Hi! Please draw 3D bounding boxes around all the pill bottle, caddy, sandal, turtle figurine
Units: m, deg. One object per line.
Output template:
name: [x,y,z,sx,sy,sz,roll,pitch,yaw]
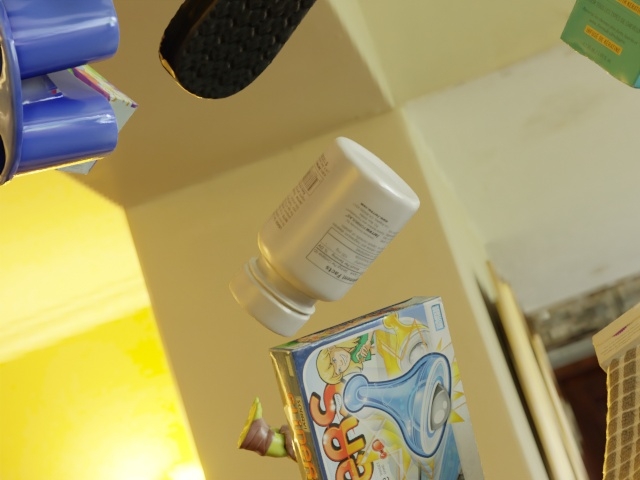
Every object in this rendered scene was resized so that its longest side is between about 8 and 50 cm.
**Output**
pill bottle: [0.000,0.000,1.599,0.229,0.131,0.131,-50,-26,13]
caddy: [-0.351,-0.204,1.426,0.179,0.341,0.241,-13,-57,-29]
sandal: [-0.023,-0.349,1.406,0.446,0.107,0.167,-46,-34,11]
turtle figurine: [0.013,0.252,1.547,0.217,0.087,0.269,21,9,-1]

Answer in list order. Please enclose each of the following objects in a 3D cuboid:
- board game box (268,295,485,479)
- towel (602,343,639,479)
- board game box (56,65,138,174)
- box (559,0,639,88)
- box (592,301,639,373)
board game box: [0.049,0.155,0.967,0.136,0.201,0.035,-18,7,-30]
towel: [0.306,0.147,0.991,0.121,0.283,0.235,21,-45,-4]
board game box: [-0.442,-0.242,2.034,0.142,0.275,0.144,-52,-6,6]
box: [0.303,-0.258,1.135,0.060,0.100,0.244,-3,-56,-39]
box: [0.396,0.197,1.305,0.067,0.324,0.063,-41,14,19]
